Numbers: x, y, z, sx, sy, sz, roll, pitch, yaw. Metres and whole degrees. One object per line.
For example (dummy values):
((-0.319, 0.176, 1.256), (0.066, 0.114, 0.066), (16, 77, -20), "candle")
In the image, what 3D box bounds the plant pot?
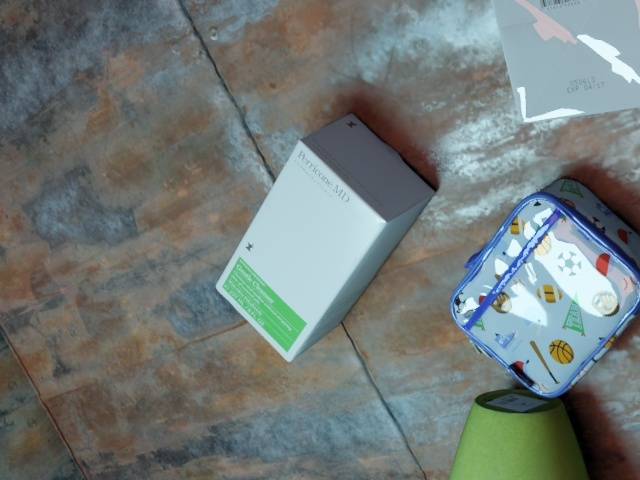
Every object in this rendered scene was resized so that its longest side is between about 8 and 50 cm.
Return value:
((0.307, 0.391, 1.617), (0.274, 0.274, 0.294), (3, 100, 36), "plant pot")

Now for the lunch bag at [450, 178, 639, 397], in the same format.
((0.330, 0.072, 1.513), (0.243, 0.115, 0.303), (43, 130, 14), "lunch bag")

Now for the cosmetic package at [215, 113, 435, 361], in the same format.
((0.000, 0.000, 1.692), (0.197, 0.155, 0.366), (43, 132, 14), "cosmetic package")

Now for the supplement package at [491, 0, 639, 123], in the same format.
((0.346, -0.271, 1.197), (0.177, 0.293, 0.175), (-5, 110, 38), "supplement package")
